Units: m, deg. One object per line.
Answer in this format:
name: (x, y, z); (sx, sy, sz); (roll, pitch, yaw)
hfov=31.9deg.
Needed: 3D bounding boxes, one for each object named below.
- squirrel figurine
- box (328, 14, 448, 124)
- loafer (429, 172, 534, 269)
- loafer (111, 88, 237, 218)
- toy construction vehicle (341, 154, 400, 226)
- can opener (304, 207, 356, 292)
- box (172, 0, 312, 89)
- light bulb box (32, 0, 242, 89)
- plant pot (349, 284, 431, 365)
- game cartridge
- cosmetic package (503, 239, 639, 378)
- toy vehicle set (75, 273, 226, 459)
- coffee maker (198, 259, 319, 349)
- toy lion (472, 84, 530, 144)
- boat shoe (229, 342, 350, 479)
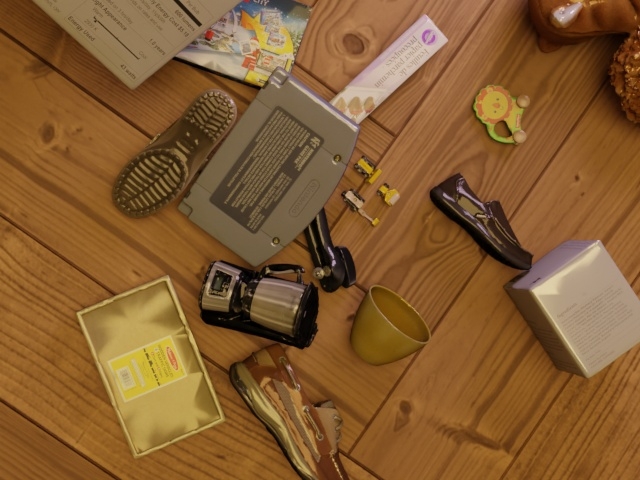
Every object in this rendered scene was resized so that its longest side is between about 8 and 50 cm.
squirrel figurine: (0.552, -0.383, 1.877); (0.371, 0.281, 0.396); (-20, 89, -1)
box: (0.077, -0.252, 1.910); (0.324, 0.067, 0.063); (-43, 95, -5)
loafer: (0.291, -0.035, 1.926); (0.220, 0.080, 0.078); (42, 85, -5)
loafer: (-0.234, -0.141, 1.858); (0.268, 0.092, 0.102); (-42, 93, 10)
toy construction vehicle: (0.081, -0.083, 1.927); (0.098, 0.035, 0.086); (41, 74, -8)
can opener: (0.000, 0.000, 1.908); (0.059, 0.073, 0.186); (-22, 89, 32)
box: (-0.148, -0.356, 1.891); (0.233, 0.044, 0.159); (19, 87, -7)
light bulb box: (-0.279, -0.485, 1.661); (0.361, 0.358, 0.225); (-37, 49, 8)
plant pot: (0.105, 0.155, 1.886); (0.134, 0.134, 0.095); (39, 109, -5)
game cartridge: (-0.077, -0.112, 1.849); (0.198, 0.062, 0.297); (36, 105, -7)
cosmetic package: (0.438, 0.113, 1.908); (0.151, 0.151, 0.183); (-34, 95, -7)
toy vehicle set: (-0.282, 0.210, 1.871); (0.166, 0.035, 0.266); (-21, 92, -7)
coffee maker: (-0.102, 0.115, 1.847); (0.178, 0.171, 0.120); (15, 49, 12)
toy lion: (0.314, -0.221, 1.959); (0.096, 0.034, 0.100); (5, 89, 0)
boat shoe: (-0.019, 0.313, 1.864); (0.120, 0.122, 0.324); (-37, 95, -9)
